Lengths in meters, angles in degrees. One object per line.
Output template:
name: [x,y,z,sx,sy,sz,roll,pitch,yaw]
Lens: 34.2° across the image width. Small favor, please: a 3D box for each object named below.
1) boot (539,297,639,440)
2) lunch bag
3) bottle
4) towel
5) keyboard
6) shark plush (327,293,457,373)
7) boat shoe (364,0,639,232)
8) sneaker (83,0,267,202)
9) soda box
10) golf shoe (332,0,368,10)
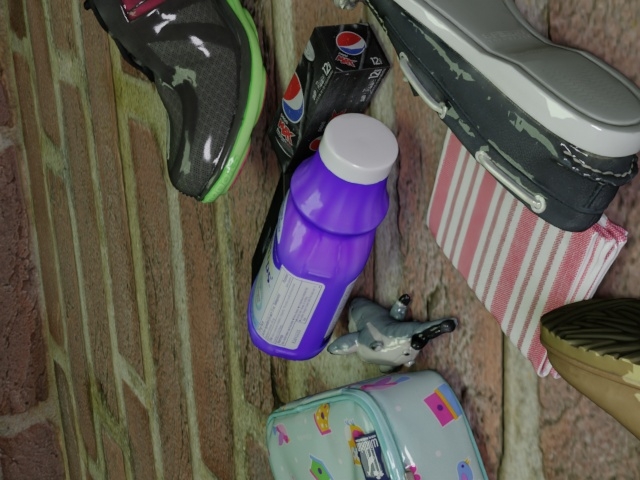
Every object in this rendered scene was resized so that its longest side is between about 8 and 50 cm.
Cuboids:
boot: [0.225,0.189,0.639,0.236,0.089,0.269,25,124,59]
lunch bag: [0.053,0.245,0.981,0.279,0.108,0.224,-30,74,63]
bottle: [0.000,0.000,0.987,0.283,0.092,0.118,113,169,-50]
towel: [0.145,-0.010,0.788,0.197,0.029,0.144,57,147,41]
keyboard: [-0.052,0.014,1.173,0.180,0.023,0.108,111,162,-49]
shark plush: [0.063,0.078,0.960,0.161,0.073,0.067,151,137,-68]
boat shoe: [0.101,-0.125,0.729,0.302,0.114,0.091,56,140,40]
sneaker: [-0.194,-0.270,1.160,0.185,0.202,0.482,-22,80,64]
soda box: [0.003,-0.131,0.982,0.053,0.060,0.169,68,152,23]
golf shoe: [0.041,-0.273,0.848,0.176,0.069,0.086,122,138,-52]
